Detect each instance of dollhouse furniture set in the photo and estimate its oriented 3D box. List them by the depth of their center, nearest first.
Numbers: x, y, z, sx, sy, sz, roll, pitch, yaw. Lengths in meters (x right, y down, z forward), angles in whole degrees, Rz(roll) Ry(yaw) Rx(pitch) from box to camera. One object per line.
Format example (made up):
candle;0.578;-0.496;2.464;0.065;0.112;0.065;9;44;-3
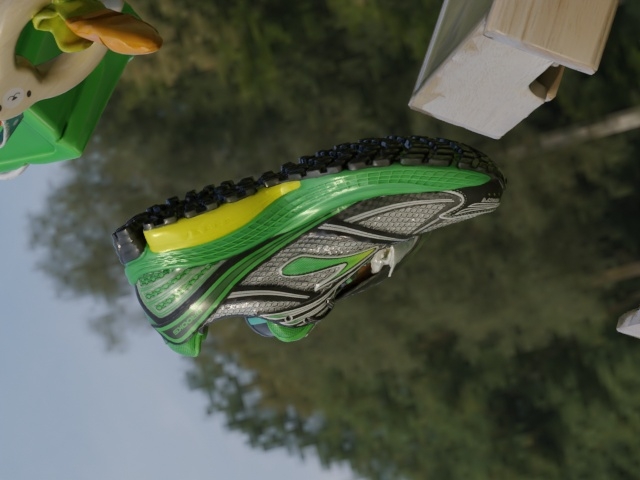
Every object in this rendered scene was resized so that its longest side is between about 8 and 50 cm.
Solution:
dollhouse furniture set;0.286;-0.116;1.178;0.256;0.394;0.362;137;153;-80

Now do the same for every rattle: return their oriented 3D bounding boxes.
rattle;-0.217;-0.119;1.528;0.142;0.200;0.130;39;-169;16

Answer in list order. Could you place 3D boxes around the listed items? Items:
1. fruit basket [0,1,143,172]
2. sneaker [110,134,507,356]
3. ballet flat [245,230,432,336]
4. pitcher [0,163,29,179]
fruit basket;-0.387;-0.262;1.878;0.283;0.392;0.392;44;-148;-51
sneaker;0.000;0.000;1.632;0.134;0.343;0.146;-80;-28;-77
ballet flat;0.038;0.020;2.099;0.095;0.280;0.096;53;169;-9
pitcher;-0.349;-0.160;2.191;0.125;0.207;0.178;-52;-54;-49
